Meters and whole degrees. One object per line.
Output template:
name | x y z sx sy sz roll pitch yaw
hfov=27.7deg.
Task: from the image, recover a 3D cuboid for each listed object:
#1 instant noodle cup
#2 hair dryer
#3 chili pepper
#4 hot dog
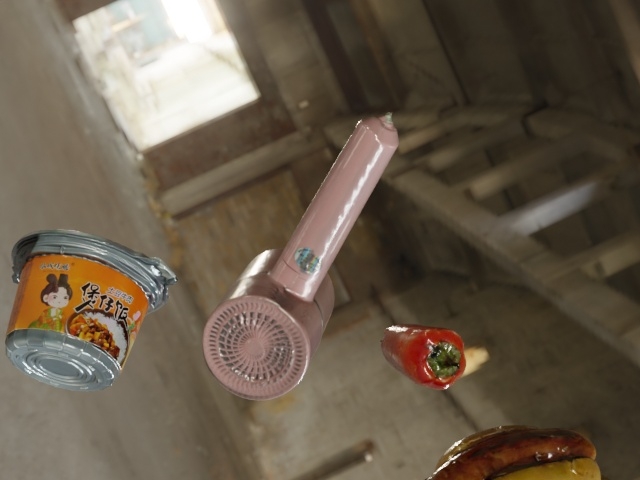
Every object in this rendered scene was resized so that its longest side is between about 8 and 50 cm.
instant noodle cup | -0.266 0.085 1.405 0.177 0.208 0.125 37 53 -34
hair dryer | 0.000 0.000 1.495 0.125 0.352 0.210 31 19 0
chili pepper | 0.144 0.151 1.675 0.192 0.086 0.084 -165 -115 -73
hot dog | 0.237 0.303 1.615 0.194 0.326 0.107 33 -51 43
